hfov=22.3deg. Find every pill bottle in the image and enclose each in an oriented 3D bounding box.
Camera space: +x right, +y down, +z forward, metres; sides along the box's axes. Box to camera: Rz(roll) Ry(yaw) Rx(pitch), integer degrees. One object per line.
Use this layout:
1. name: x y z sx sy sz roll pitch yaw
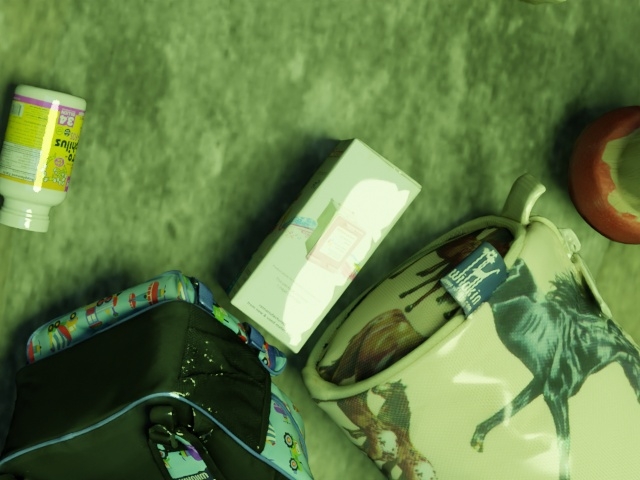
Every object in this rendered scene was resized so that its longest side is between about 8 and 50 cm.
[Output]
1. pill bottle: -0.168 -0.049 0.965 0.043 0.043 0.083 12 94 -9

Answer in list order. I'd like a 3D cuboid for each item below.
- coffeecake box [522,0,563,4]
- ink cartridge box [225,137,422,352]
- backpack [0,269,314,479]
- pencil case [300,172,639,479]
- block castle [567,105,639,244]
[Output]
1. coffeecake box: 0.098 -0.250 0.973 0.142 0.068 0.186 15 93 -11
2. ink cartridge box: 0.000 0.000 0.970 0.052 0.088 0.122 39 88 -6
3. backpack: -0.079 0.119 0.945 0.158 0.117 0.173 -26 132 30
4. pencil case: 0.188 0.164 0.976 0.183 0.160 0.410 -41 99 12
5. block castle: 0.406 -0.075 0.966 0.453 0.213 0.303 -41 95 -5
